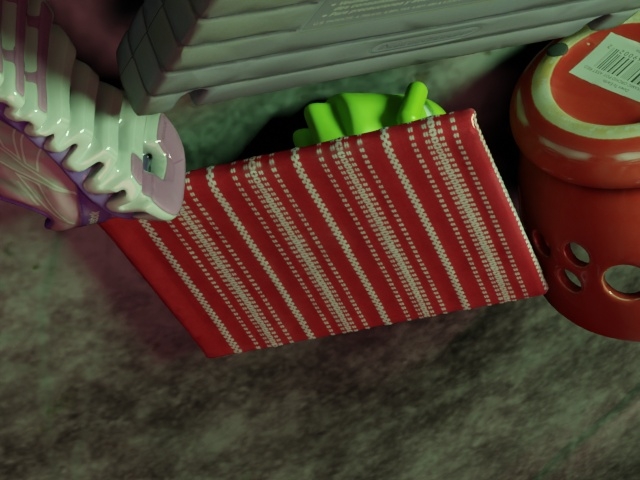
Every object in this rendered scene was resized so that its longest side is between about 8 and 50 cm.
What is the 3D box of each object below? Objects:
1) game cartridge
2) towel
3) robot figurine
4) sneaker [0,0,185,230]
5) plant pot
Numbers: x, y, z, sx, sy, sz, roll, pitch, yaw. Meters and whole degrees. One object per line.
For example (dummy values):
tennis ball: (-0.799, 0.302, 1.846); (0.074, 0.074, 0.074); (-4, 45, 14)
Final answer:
game cartridge: (0.076, -0.162, 0.856); (0.355, 0.068, 0.230); (-13, 165, -23)
towel: (0.000, 0.000, 1.025); (0.275, 0.031, 0.199); (-12, 141, 18)
robot figurine: (0.042, -0.067, 1.023); (0.115, 0.067, 0.101); (1, 137, -26)
sneaker: (-0.184, -0.077, 0.892); (0.105, 0.095, 0.236); (-18, 138, 25)
plant pot: (0.225, -0.051, 1.044); (0.191, 0.191, 0.174); (-26, 133, -1)
